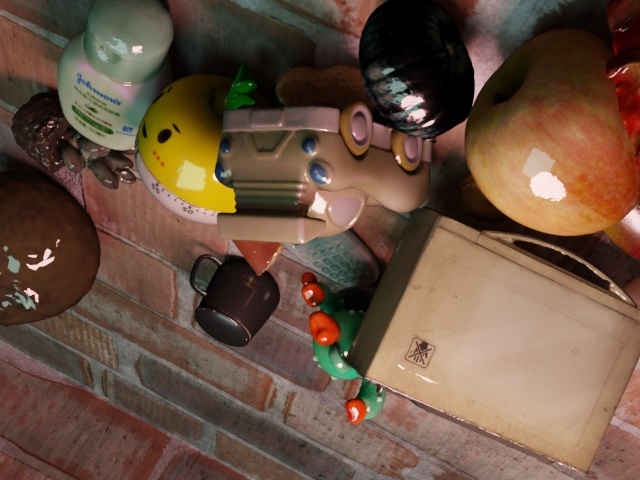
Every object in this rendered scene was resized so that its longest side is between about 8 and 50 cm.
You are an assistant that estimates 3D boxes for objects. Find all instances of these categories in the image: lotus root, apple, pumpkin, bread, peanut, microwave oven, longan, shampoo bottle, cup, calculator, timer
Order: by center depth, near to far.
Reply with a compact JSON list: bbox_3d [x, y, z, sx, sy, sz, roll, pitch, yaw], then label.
[{"bbox_3d":[0.324,-0.137,1.181,0.234,0.256,0.257,35,149,-11],"label":"apple"},{"bbox_3d":[0.131,-0.241,1.251,0.140,0.202,0.202,-22,123,32],"label":"pumpkin"},{"bbox_3d":[0.311,-0.087,1.420,0.258,0.097,0.110,-9,106,60],"label":"lotus root"},{"bbox_3d":[0.014,-0.242,1.459,0.193,0.089,0.089,7,142,35],"label":"peanut"},{"bbox_3d":[0.288,0.154,1.494,0.394,0.333,0.247,25,179,-7],"label":"microwave oven"},{"bbox_3d":[-0.169,-0.189,1.541,0.285,0.285,0.285,22,148,15],"label":"timer"},{"bbox_3d":[-0.358,-0.313,1.606,0.222,0.151,0.349,35,148,-4],"label":"shampoo bottle"},{"bbox_3d":[0.000,0.000,1.855,0.295,0.042,0.184,41,147,-22],"label":"calculator"},{"bbox_3d":[-0.138,0.004,1.948,0.119,0.067,0.192,-1,137,41],"label":"bread"},{"bbox_3d":[-0.217,0.133,2.098,0.223,0.176,0.169,38,151,-13],"label":"cup"},{"bbox_3d":[-0.743,0.024,2.193,0.391,0.391,0.391,22,148,15],"label":"longan"}]

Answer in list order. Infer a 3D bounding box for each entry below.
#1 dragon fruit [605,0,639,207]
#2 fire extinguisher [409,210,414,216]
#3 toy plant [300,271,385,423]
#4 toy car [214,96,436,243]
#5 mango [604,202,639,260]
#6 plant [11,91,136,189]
[{"bbox_3d":[0.452,-0.171,0.973,0.228,0.329,0.286,50,145,-18],"label":"dragon fruit"},{"bbox_3d":[0.182,-0.035,1.665,0.028,0.022,0.083,53,169,44],"label":"fire extinguisher"},{"bbox_3d":[0.074,0.195,1.752,0.186,0.279,0.400,-2,-179,11],"label":"toy plant"},{"bbox_3d":[0.010,-0.093,1.420,0.242,0.226,0.336,3,175,34],"label":"toy car"},{"bbox_3d":[0.478,-0.042,1.328,0.267,0.111,0.133,41,159,-6],"label":"mango"},{"bbox_3d":[-0.511,-0.198,1.897,0.275,0.146,0.149,26,161,9],"label":"plant"}]
